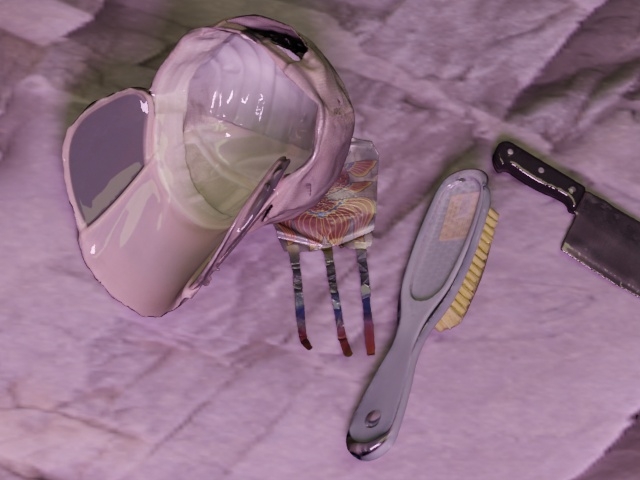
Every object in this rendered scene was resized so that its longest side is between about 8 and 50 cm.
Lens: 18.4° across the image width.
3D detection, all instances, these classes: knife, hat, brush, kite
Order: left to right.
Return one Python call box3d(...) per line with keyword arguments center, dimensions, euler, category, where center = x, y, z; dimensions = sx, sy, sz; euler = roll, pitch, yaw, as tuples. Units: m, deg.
box3d(center=(-0.086, -0.056, 1.685), dimensions=(0.232, 0.161, 0.275), euler=(26, 79, 42), category="hat")
box3d(center=(0.000, 0.002, 1.757), dimensions=(0.127, 0.016, 0.229), euler=(0, 62, -11), category="kite")
box3d(center=(0.097, 0.072, 1.727), dimensions=(0.060, 0.068, 0.297), euler=(45, 57, -37), category="brush")
box3d(center=(0.257, -0.006, 1.821), dimensions=(0.245, 0.019, 0.072), euler=(32, 63, 0), category="knife")
